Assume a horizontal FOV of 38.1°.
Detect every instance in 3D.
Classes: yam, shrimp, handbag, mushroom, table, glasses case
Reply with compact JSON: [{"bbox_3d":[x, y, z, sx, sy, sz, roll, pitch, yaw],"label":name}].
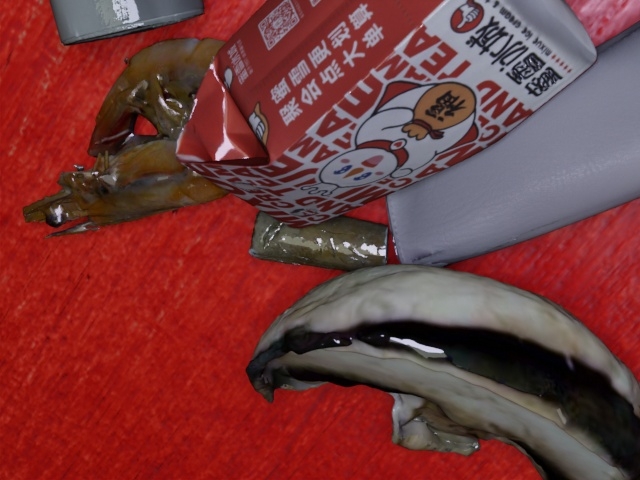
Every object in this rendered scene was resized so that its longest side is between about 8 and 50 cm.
[{"bbox_3d":[0.000,0.000,0.847,0.133,0.054,0.054,9,108,11],"label":"yam"},{"bbox_3d":[-0.169,-0.093,0.857,0.287,0.063,0.152,-18,99,15],"label":"shrimp"},{"bbox_3d":[0.040,-0.117,0.719,0.298,0.171,0.151,-42,50,22],"label":"handbag"},{"bbox_3d":[0.118,0.116,0.800,0.344,0.129,0.247,16,153,9],"label":"mushroom"},{"bbox_3d":[-0.184,-0.283,0.771,0.127,0.126,0.219,-10,104,17],"label":"table"},{"bbox_3d":[0.189,-0.076,0.752,0.308,0.083,0.128,-23,80,33],"label":"glasses case"}]
